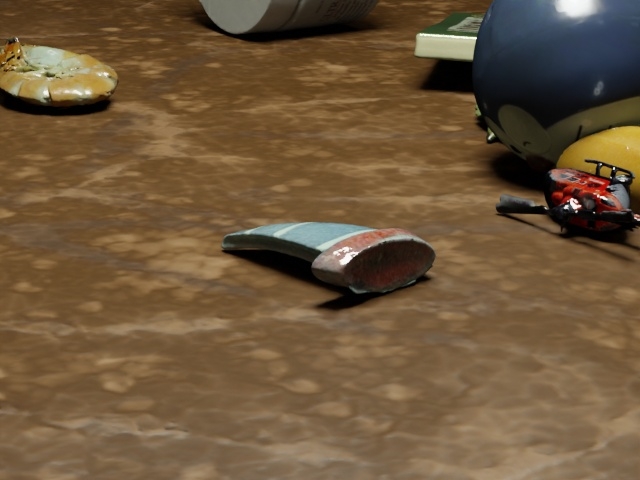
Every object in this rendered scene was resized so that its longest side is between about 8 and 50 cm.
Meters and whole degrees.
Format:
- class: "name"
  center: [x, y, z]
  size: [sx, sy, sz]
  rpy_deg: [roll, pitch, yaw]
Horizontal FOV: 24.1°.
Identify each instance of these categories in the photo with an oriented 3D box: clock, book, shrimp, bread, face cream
- class: "clock"
  center: [0.226, -0.123, 1.076]
  size: [0.243, 0.147, 0.199]
  rpy_deg: [-1, -13, -18]
- class: "book"
  center: [0.207, -0.188, 1.412]
  size: [0.202, 0.027, 0.264]
  rpy_deg: [5, 13, 11]
- class: "shrimp"
  center: [-0.243, -0.146, 1.285]
  size: [0.091, 0.043, 0.184]
  rpy_deg: [-16, 26, -33]
- class: "bread"
  center: [0.214, -0.049, 0.994]
  size: [0.103, 0.049, 0.062]
  rpy_deg: [23, 59, 44]
- class: "face cream"
  center: [-0.031, -0.308, 1.561]
  size: [0.153, 0.177, 0.177]
  rpy_deg: [-11, 22, -33]

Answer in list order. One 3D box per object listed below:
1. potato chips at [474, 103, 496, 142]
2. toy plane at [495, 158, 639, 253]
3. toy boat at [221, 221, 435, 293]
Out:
- class: "potato chips"
  center: [0.175, -0.118, 1.246]
  size: [0.091, 0.028, 0.207]
  rpy_deg: [-2, 19, 8]
- class: "toy plane"
  center: [0.178, -0.020, 0.945]
  size: [0.060, 0.037, 0.145]
  rpy_deg: [-15, 23, -30]
- class: "toy boat"
  center: [0.000, 0.000, 0.884]
  size: [0.096, 0.034, 0.122]
  rpy_deg: [-9, 19, -43]
